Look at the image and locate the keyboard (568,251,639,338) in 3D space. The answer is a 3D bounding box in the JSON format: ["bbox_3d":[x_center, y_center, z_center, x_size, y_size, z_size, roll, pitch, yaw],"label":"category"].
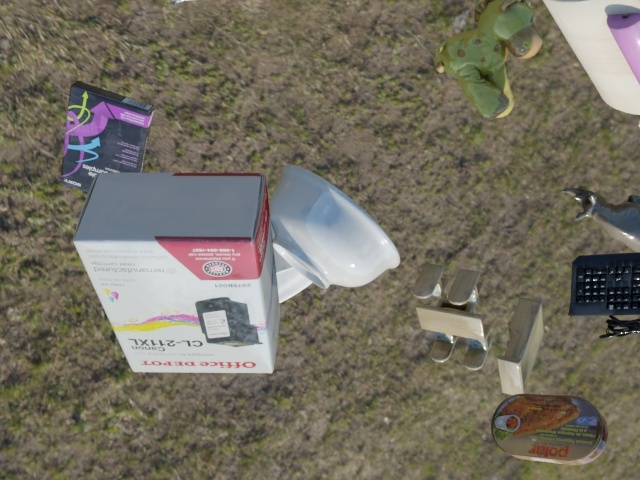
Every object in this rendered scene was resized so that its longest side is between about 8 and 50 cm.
[{"bbox_3d":[0.367,0.062,0.693,0.192,0.038,0.100,-3,110,6],"label":"keyboard"}]

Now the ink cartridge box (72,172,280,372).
[{"bbox_3d":[-0.102,0.033,0.520,0.128,0.072,0.175,0,138,2],"label":"ink cartridge box"}]

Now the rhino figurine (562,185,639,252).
[{"bbox_3d":[0.537,-0.035,1.143,0.106,0.243,0.073,-55,172,-53],"label":"rhino figurine"}]

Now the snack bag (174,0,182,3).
[{"bbox_3d":[-0.116,-0.580,1.100,0.037,0.323,0.342,-32,124,-71],"label":"snack bag"}]

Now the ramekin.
[{"bbox_3d":[-0.147,0.065,1.480,0.277,0.135,0.277,-24,163,-8],"label":"ramekin"}]

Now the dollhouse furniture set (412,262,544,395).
[{"bbox_3d":[0.303,0.190,1.305,0.161,0.242,0.212,-56,141,-36],"label":"dollhouse furniture set"}]

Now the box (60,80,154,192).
[{"bbox_3d":[-0.314,-0.138,0.951,0.116,0.029,0.162,17,122,-4],"label":"box"}]

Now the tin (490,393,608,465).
[{"bbox_3d":[0.371,0.309,1.064,0.040,0.190,0.106,42,56,-33],"label":"tin"}]

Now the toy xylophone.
[{"bbox_3d":[0.256,-0.225,0.482,0.236,0.081,0.322,27,71,-41],"label":"toy xylophone"}]

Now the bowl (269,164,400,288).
[{"bbox_3d":[0.000,0.000,1.270,0.134,0.298,0.298,-50,130,-12],"label":"bowl"}]

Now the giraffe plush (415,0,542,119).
[{"bbox_3d":[0.295,-0.333,1.101,0.210,0.181,0.170,37,119,-21],"label":"giraffe plush"}]
